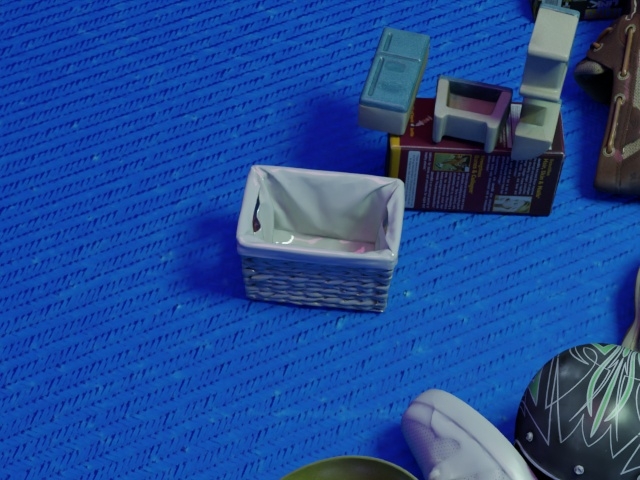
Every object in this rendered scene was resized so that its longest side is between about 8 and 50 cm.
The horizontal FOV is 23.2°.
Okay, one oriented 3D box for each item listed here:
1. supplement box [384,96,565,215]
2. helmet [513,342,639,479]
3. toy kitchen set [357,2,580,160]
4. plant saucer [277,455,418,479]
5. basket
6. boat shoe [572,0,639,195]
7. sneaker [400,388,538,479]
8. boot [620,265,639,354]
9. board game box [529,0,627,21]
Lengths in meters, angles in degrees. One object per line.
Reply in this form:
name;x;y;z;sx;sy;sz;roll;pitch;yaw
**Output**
supplement box;0.167;-0.093;1.712;0.188;0.104;0.081;2;51;0
helmet;0.260;0.178;1.460;0.169;0.161;0.169;0;54;1
toy kitchen set;0.155;-0.195;1.619;0.207;0.166;0.122;12;51;8
plant saucer;0.010;0.306;1.382;0.241;0.037;0.241;-18;48;21
basket;0.000;0.000;1.634;0.167;0.103;0.113;6;51;3
boat shoe;0.352;-0.201;1.792;0.123;0.123;0.342;-1;64;10
sneaker;0.123;0.274;1.419;0.169;0.108;0.292;-27;55;-21
boot;0.389;0.063;1.553;0.077;0.165;0.213;39;55;-22
board game box;0.340;-0.340;1.950;0.170;0.048;0.141;-3;50;-4
